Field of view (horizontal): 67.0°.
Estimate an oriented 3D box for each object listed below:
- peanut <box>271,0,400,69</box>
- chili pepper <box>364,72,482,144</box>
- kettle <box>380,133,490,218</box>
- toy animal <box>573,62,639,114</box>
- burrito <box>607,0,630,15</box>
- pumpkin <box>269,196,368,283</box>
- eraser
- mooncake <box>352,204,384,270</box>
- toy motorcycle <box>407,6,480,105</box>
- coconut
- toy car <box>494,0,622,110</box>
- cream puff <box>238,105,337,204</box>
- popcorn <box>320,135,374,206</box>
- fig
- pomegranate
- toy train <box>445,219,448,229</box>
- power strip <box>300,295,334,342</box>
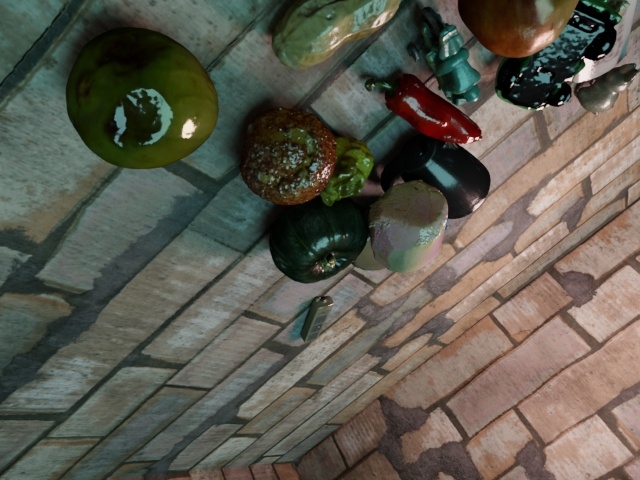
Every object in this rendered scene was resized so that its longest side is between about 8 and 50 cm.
[{"bbox_3d":[0.033,-0.449,0.968,0.290,0.130,0.130,-31,146,-3],"label":"peanut"},{"bbox_3d":[0.277,-0.340,1.259,0.388,0.110,0.110,24,119,-25],"label":"chili pepper"},{"bbox_3d":[0.330,-0.194,1.472,0.268,0.207,0.290,-36,138,30],"label":"kettle"},{"bbox_3d":[0.958,-0.507,1.578,0.108,0.138,0.236,-26,-177,-19],"label":"toy animal"},{"bbox_3d":[0.752,-0.580,1.323,0.045,0.058,0.188,-17,159,-30],"label":"burrito"},{"bbox_3d":[0.000,0.000,1.415,0.300,0.207,0.300,-23,148,-15],"label":"pumpkin"},{"bbox_3d":[0.829,-0.616,1.429,0.174,0.094,0.270,-30,145,6],"label":"eraser"},{"bbox_3d":[0.201,-0.014,1.634,0.275,0.135,0.275,-19,144,-14],"label":"mooncake"},{"bbox_3d":[0.310,-0.419,1.167,0.109,0.198,0.296,-34,145,10],"label":"toy motorcycle"},{"bbox_3d":[0.245,-0.033,1.401,0.233,0.233,0.245,-24,150,-12],"label":"coconut"},{"bbox_3d":[0.628,-0.532,1.299,0.214,0.176,0.358,13,138,-14],"label":"toy car"},{"bbox_3d":[-0.075,-0.191,1.127,0.240,0.164,0.240,1,111,3],"label":"cream puff"},{"bbox_3d":[0.055,-0.186,1.289,0.198,0.155,0.197,-34,154,-19],"label":"popcorn"},{"bbox_3d":[-0.300,-0.244,0.871,0.239,0.239,0.271,-50,154,23],"label":"fig"},{"bbox_3d":[0.443,-0.535,1.088,0.229,0.252,0.270,-51,145,-10],"label":"pomegranate"},{"bbox_3d":[0.415,-0.095,1.735,0.072,0.099,0.188,-22,143,-21],"label":"toy train"},{"bbox_3d":[-0.020,0.324,1.949,0.080,0.048,0.285,-9,140,-30],"label":"power strip"}]
